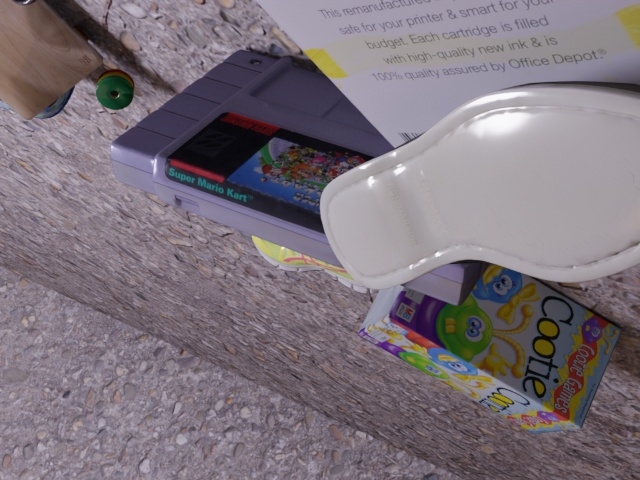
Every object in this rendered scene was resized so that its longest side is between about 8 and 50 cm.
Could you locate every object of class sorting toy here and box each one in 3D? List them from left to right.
[{"bbox_3d":[-0.357,-0.237,1.169,0.132,0.046,0.274,-32,126,20],"label":"sorting toy"}]

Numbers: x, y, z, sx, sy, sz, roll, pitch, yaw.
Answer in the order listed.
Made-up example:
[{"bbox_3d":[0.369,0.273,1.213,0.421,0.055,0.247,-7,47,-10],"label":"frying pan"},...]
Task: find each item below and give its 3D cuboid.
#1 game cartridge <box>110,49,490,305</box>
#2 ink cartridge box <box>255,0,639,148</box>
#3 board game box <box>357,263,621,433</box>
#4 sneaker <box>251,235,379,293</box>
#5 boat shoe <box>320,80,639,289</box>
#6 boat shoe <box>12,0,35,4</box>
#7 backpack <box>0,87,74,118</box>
[{"bbox_3d":[0.012,-0.075,0.903,0.355,0.230,0.068,19,128,22],"label":"game cartridge"},{"bbox_3d":[0.128,-0.166,0.599,0.279,0.160,0.384,5,152,47],"label":"ink cartridge box"},{"bbox_3d":[0.212,0.118,1.255,0.275,0.142,0.144,29,161,-5],"label":"board game box"},{"bbox_3d":[0.000,0.000,1.358,0.208,0.081,0.094,16,152,14],"label":"sneaker"},{"bbox_3d":[0.113,-0.035,0.574,0.305,0.091,0.109,-13,101,58],"label":"boat shoe"},{"bbox_3d":[-0.295,-0.334,0.841,0.112,0.095,0.335,21,160,20],"label":"boat shoe"},{"bbox_3d":[-0.377,-0.211,1.269,0.114,0.105,0.084,20,171,2],"label":"backpack"}]
